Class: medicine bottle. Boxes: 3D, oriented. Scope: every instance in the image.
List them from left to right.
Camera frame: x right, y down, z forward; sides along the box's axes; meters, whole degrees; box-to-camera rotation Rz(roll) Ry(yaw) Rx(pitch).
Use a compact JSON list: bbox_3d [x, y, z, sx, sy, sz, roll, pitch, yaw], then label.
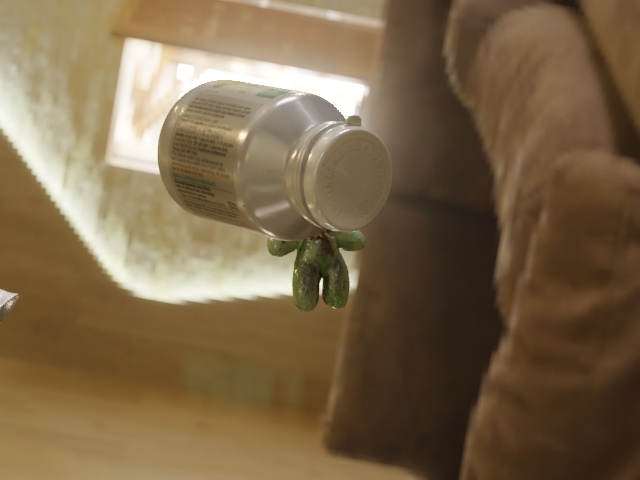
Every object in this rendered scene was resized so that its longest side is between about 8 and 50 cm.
[{"bbox_3d":[-0.038,-0.070,1.661,0.215,0.135,0.135,14,95,49],"label":"medicine bottle"}]

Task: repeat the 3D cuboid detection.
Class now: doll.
[{"bbox_3d":[0.000,0.000,1.990,0.077,0.115,0.150,159,104,-70],"label":"doll"}]

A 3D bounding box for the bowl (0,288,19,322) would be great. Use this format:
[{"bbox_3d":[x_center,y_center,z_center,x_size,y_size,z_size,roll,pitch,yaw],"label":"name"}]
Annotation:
[{"bbox_3d":[-0.483,0.113,2.378,0.189,0.086,0.189,-48,-1,-1],"label":"bowl"}]
